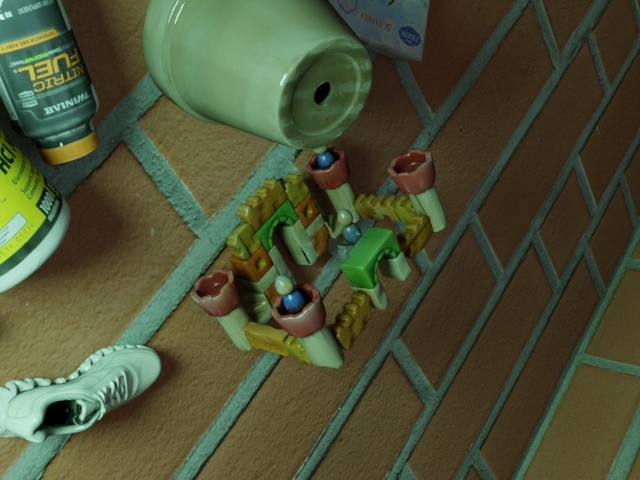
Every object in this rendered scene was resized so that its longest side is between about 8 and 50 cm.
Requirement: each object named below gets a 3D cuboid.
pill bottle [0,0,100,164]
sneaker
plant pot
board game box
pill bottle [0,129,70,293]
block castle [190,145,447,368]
[{"bbox_3d":[-0.398,-0.234,1.138,0.130,0.130,0.245,-37,122,-37],"label":"pill bottle"},{"bbox_3d":[-0.364,0.248,1.269,0.292,0.118,0.110,-19,109,-45],"label":"sneaker"},{"bbox_3d":[-0.076,-0.293,1.283,0.323,0.280,0.323,-27,138,-27],"label":"plant pot"},{"bbox_3d":[0.119,-0.568,1.678,0.319,0.066,0.318,6,92,-47],"label":"board game box"},{"bbox_3d":[-0.493,-0.095,1.017,0.188,0.188,0.334,-55,132,-25],"label":"pill bottle"},{"bbox_3d":[0.000,0.000,1.478,0.453,0.303,0.213,-50,128,-30],"label":"block castle"}]
